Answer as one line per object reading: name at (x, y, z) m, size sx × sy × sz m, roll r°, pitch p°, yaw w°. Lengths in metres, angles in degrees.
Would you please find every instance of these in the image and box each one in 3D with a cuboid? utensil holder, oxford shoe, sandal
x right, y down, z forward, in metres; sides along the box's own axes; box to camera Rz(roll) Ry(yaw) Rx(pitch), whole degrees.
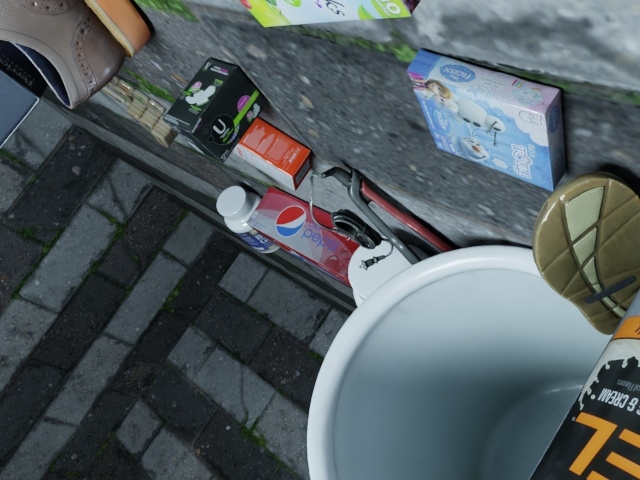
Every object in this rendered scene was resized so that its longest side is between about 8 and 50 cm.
utensil holder at (0.230, 0.231, 0.657) m, size 0.328 × 0.327 × 0.385 m, roll 25°, pitch 171°, yaw 48°
oxford shoe at (-0.309, -0.256, 0.529) m, size 0.130 × 0.132 × 0.364 m, roll 28°, pitch 170°, yaw 39°
sandal at (0.191, 0.010, 0.418) m, size 0.180 × 0.072 × 0.049 m, roll 40°, pitch -153°, yaw -42°

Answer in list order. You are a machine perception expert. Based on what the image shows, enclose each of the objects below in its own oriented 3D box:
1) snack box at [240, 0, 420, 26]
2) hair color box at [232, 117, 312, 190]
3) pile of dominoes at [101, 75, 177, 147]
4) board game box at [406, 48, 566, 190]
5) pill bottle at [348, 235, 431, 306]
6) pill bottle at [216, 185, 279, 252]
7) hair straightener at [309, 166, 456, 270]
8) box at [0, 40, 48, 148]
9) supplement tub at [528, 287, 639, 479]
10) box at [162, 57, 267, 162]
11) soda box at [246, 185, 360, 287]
snack box at (-0.019, -0.158, 0.305) m, size 0.100 × 0.037 × 0.141 m, roll 38°, pitch 171°, yaw -37°
hair color box at (-0.081, -0.122, 0.751) m, size 0.141 × 0.043 × 0.072 m, roll 32°, pitch 172°, yaw 5°
pile of dominoes at (-0.380, -0.264, 1.113) m, size 0.251 × 0.040 × 0.196 m, roll 33°, pitch 172°, yaw 1°
board game box at (0.106, -0.074, 0.378) m, size 0.090 × 0.020 × 0.090 m, roll 27°, pitch 170°, yaw 32°
pill bottle at (0.119, 0.077, 0.862) m, size 0.124 × 0.124 × 0.221 m, roll 29°, pitch 170°, yaw 34°
pill bottle at (-0.146, -0.046, 1.285) m, size 0.094 × 0.094 × 0.169 m, roll 28°, pitch 171°, yaw 35°
hair straightener at (0.071, -0.001, 0.699) m, size 0.230 × 0.089 × 0.047 m, roll 36°, pitch -172°, yaw -20°
box at (-0.519, -0.267, 0.792) m, size 0.296 × 0.183 × 0.294 m, roll 38°, pitch -162°, yaw -31°
supplement tub at (0.209, 0.163, 0.314) m, size 0.194 × 0.315 × 0.193 m, roll 33°, pitch 172°, yaw 5°
box at (-0.109, -0.136, 0.632) m, size 0.052 × 0.083 × 0.062 m, roll 29°, pitch 171°, yaw 38°
soda box at (0.000, 0.000, 1.018) m, size 0.263 × 0.083 × 0.092 m, roll 27°, pitch 170°, yaw 37°
